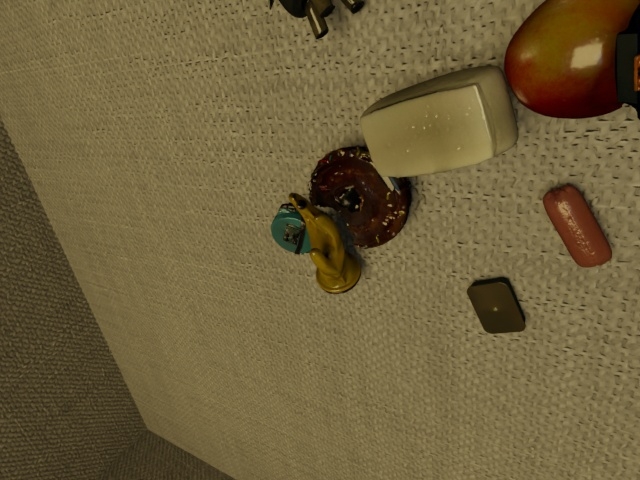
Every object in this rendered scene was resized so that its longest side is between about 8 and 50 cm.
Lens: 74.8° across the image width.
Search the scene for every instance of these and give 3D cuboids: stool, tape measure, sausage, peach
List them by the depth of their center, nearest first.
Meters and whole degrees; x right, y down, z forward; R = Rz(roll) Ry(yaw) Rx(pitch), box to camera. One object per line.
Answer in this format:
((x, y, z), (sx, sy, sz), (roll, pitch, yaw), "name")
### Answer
((0.354, -0.258, 0.577), (0.198, 0.197, 0.197), (17, 125, 26), "peach")
((0.013, -0.461, 0.701), (0.228, 0.153, 0.139), (-34, 95, 43), "stool")
((0.445, -0.025, 0.728), (0.062, 0.062, 0.154), (-27, 99, 42), "sausage")
((-0.060, -0.032, 1.063), (0.125, 0.081, 0.146), (19, 131, 4), "tape measure")

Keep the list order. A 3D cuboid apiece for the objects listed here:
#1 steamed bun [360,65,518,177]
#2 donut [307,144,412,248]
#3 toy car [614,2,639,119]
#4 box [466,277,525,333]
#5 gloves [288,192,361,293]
((0.206, -0.202, 0.717), (0.242, 0.164, 0.146), (-4, 116, 42), "steamed bun")
((0.092, -0.105, 0.904), (0.230, 0.096, 0.216), (36, 131, 11), "donut")
((0.457, -0.238, 0.453), (0.118, 0.301, 0.193), (43, 160, 59), "toy car")
((0.378, 0.139, 0.897), (0.091, 0.031, 0.126), (-19, 105, 41), "box")
((-0.001, -0.001, 0.935), (0.133, 0.116, 0.294), (32, 162, 36), "gloves")
